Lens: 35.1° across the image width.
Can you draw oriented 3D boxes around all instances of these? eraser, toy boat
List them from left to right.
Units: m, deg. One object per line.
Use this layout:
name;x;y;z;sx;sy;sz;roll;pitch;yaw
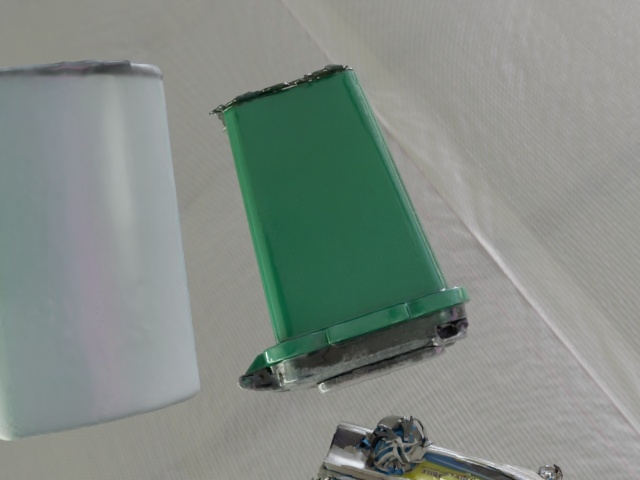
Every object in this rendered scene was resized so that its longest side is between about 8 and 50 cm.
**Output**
eraser;-0.202;0.002;0.835;0.104;0.189;0.290;-4;-87;45
toy boat;0.095;0.154;0.606;0.210;0.084;0.066;14;-105;6

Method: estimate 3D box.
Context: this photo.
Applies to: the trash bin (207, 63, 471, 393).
trash bin;0.000;0.000;1.308;0.295;0.259;0.381;-18;-100;-1
